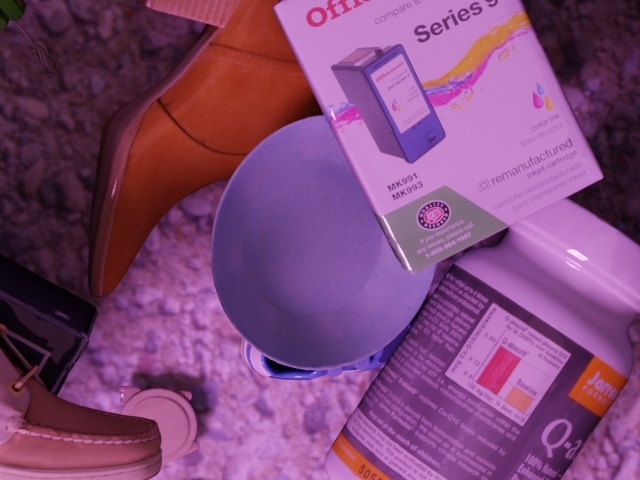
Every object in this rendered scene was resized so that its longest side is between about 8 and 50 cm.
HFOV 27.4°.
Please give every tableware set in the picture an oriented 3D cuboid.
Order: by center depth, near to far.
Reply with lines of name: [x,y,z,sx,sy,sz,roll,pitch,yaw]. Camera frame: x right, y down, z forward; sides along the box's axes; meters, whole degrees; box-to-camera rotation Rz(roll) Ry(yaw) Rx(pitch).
tableware set: [-0.156,0.202,1.065,0.141,0.020,0.169,-14,97,-2]

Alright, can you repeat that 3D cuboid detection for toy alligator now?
toy alligator: [-0.260,-0.195,0.981,0.051,0.056,0.190,-14,129,14]

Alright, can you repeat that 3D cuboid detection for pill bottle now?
pill bottle: [0.139,0.106,1.012,0.162,0.162,0.278,34,92,-7]

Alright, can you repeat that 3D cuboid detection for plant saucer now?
plant saucer: [0.000,0.000,0.998,0.195,0.037,0.195,-5,100,-27]

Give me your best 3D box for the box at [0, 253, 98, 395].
box: [-0.361,0.113,0.955,0.296,0.183,0.294,30,91,-8]

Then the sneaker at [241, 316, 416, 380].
sneaker: [0.010,0.085,1.049,0.144,0.059,0.053,-10,94,-5]

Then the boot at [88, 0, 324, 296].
boot: [-0.056,-0.077,1.012,0.211,0.104,0.295,12,105,-18]

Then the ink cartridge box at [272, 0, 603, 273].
ink cartridge box: [0.079,-0.107,0.924,0.154,0.093,0.212,-26,99,2]

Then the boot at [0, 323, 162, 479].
boot: [-0.215,0.045,0.834,0.262,0.095,0.203,11,91,-4]
